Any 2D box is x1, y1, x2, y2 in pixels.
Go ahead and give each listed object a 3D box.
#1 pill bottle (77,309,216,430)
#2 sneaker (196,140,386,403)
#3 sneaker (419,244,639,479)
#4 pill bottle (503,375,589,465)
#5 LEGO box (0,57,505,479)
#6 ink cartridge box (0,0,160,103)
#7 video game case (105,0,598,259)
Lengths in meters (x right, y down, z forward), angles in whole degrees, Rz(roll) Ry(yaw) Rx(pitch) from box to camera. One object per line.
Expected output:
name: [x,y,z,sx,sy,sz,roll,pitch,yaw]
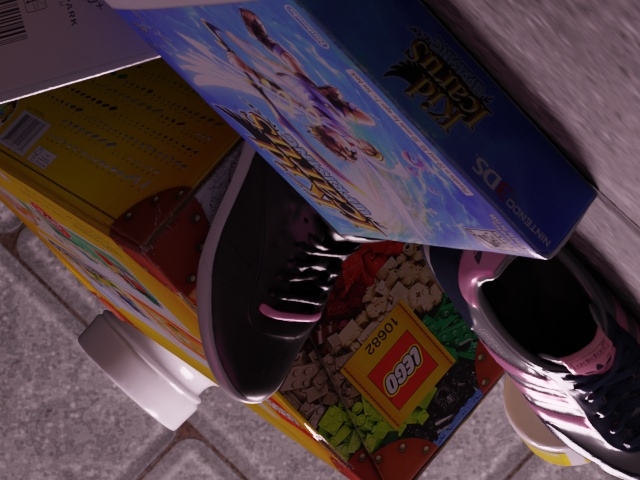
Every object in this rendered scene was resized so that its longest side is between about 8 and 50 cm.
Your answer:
pill bottle: [-0.108,0.037,2.442,0.229,0.408,0.229,44,179,1]
sneaker: [0.000,0.000,1.426,0.104,0.296,0.147,7,-166,-38]
sneaker: [0.201,0.095,1.468,0.319,0.112,0.131,43,-178,-20]
pill bottle: [0.265,0.180,2.062,0.119,0.119,0.208,43,178,17]
LEGO box: [-0.109,-0.020,1.751,0.500,0.193,0.372,28,164,52]
ink cartridge box: [-0.155,-0.202,1.398,0.309,0.272,0.130,-143,37,-75]
video game case: [0.002,-0.099,1.164,0.269,0.061,0.244,44,164,-25]
